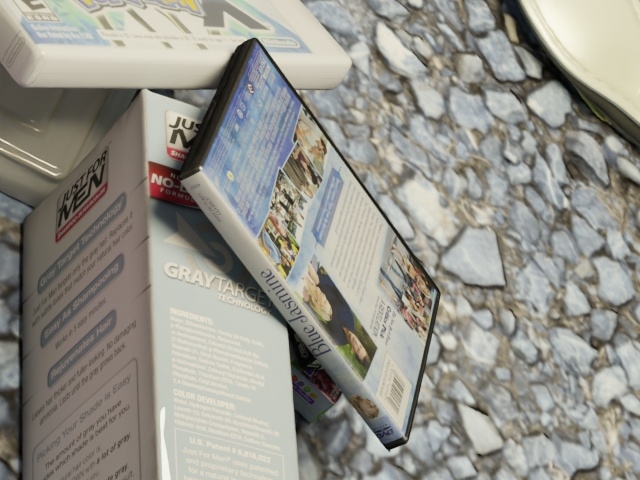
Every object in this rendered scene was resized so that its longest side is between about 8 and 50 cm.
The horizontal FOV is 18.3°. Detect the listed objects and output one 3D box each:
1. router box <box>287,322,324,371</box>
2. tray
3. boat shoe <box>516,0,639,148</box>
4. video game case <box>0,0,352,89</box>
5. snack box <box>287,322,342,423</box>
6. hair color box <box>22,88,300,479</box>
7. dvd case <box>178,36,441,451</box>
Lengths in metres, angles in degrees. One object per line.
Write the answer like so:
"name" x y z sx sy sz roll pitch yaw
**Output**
"router box" 0.006 0.026 1.515 0.038 0.092 0.122 2 59 -41
"tray" -0.264 -0.132 1.440 0.270 0.030 0.145 27 85 -23
"boat shoe" 0.298 -0.174 1.982 0.305 0.091 0.109 43 78 -4
"video game case" -0.168 -0.221 1.453 0.329 0.036 0.300 -5 49 -50
"snack box" -0.030 0.061 1.557 0.141 0.037 0.100 43 40 -7
"hair color box" -0.113 0.107 1.337 0.113 0.185 0.374 17 50 -31
"dvd case" 0.000 0.000 1.378 0.253 0.022 0.180 53 28 -23
